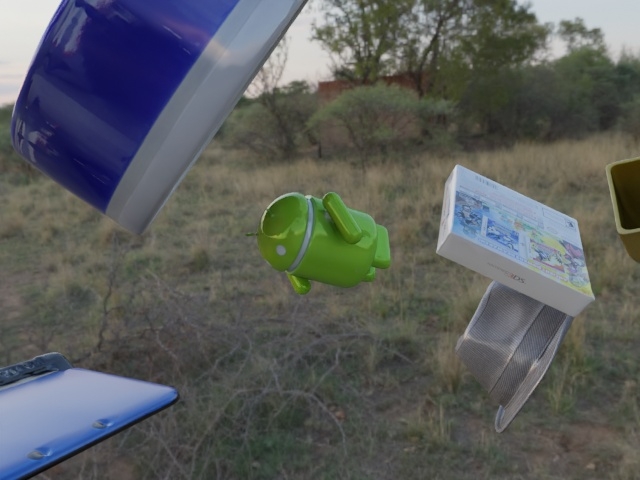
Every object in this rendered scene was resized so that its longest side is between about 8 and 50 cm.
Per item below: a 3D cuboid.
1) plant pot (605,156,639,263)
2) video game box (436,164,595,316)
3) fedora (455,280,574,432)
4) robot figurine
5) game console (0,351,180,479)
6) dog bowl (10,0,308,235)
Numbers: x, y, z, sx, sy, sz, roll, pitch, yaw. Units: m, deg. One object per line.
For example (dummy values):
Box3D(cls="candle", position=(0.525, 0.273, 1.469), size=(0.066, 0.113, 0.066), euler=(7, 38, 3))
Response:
Box3D(cls="plant pot", position=(0.308, -0.022, 0.505), size=(0.081, 0.083, 0.081), euler=(-12, 49, 29))
Box3D(cls="video game box", position=(0.268, -0.006, 0.797), size=(0.205, 0.048, 0.187), euler=(25, 36, -1))
Box3D(cls="fedora", position=(0.291, 0.142, 0.873), size=(0.124, 0.243, 0.275), euler=(32, 47, 20))
Box3D(cls="robot figurine", position=(0.000, 0.000, 0.468), size=(0.115, 0.067, 0.101), euler=(16, -35, -22))
Box3D(cls="game console", position=(-0.320, 0.220, 0.522), size=(0.173, 0.250, 0.293), euler=(37, 16, 17))
Box3D(cls="dog bowl", position=(-0.105, -0.139, 0.435), size=(0.104, 0.265, 0.265), euler=(35, 5, -14))
